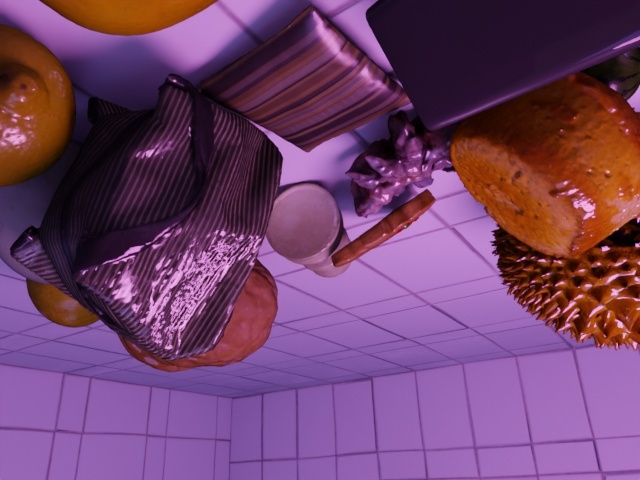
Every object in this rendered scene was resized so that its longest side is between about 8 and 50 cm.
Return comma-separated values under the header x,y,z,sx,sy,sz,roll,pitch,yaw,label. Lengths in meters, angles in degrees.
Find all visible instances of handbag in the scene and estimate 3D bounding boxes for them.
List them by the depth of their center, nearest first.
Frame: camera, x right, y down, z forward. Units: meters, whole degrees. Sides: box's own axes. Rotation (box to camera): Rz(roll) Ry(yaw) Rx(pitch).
x,y,z,sx,sy,sz,roll,pitch,yaw,label
-0.214,-0.034,0.685,0.247,0.341,0.240,5,157,41,handbag

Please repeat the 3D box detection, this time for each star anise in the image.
x,y,z,sx,sy,sz,roll,pitch,yaw,label
0.131,-0.119,0.791,0.236,0.093,0.229,-35,158,27,star anise

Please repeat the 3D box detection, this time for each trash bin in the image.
x,y,z,sx,sy,sz,roll,pitch,yaw,label
0.178,-0.225,0.502,0.225,0.115,0.165,-21,109,41,trash bin

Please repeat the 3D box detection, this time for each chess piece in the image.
x,y,z,sx,sy,sz,roll,pitch,yaw,label
0.000,0.000,1.028,0.144,0.145,0.251,-9,161,14,chess piece

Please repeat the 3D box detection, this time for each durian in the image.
x,y,z,sx,sy,sz,roll,pitch,yaw,label
0.482,0.004,0.848,0.347,0.348,0.384,21,137,-40,durian

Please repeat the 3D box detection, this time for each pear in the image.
x,y,z,sx,sy,sz,roll,pitch,yaw,label
-0.527,0.089,1.116,0.198,0.198,0.198,-2,155,-1,pear

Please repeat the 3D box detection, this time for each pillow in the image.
x,y,z,sx,sy,sz,roll,pitch,yaw,label
-0.016,-0.196,0.686,0.208,0.052,0.212,-18,150,38,pillow

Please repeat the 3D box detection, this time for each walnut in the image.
x,y,z,sx,sy,sz,roll,pitch,yaw,label
-0.265,0.122,1.065,0.306,0.306,0.343,-22,152,36,walnut

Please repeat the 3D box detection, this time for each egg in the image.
x,y,z,sx,sy,sz,roll,pitch,yaw,label
-0.406,-0.039,0.809,0.202,0.203,0.283,8,144,-21,egg

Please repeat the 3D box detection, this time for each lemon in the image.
x,y,z,sx,sy,sz,roll,pitch,yaw,label
-0.391,-0.151,0.602,0.248,0.184,0.184,-2,159,31,lemon

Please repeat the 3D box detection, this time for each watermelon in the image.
x,y,z,sx,sy,sz,roll,pitch,yaw,label
0.336,-0.208,0.638,0.108,0.109,0.109,-2,155,-1,watermelon

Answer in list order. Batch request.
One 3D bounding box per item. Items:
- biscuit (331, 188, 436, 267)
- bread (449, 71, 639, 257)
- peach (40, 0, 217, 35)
x,y,z,sx,sy,sz,roll,pitch,yaw,label
0.124,-0.025,0.941,0.212,0.041,0.238,-38,177,21,biscuit
0.279,-0.097,0.649,0.146,0.268,0.268,-45,152,-6,bread
-0.130,-0.257,0.340,0.230,0.231,0.231,-2,155,-1,peach
